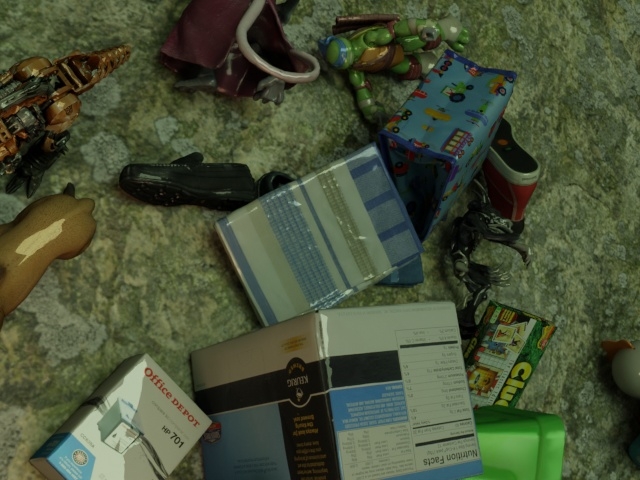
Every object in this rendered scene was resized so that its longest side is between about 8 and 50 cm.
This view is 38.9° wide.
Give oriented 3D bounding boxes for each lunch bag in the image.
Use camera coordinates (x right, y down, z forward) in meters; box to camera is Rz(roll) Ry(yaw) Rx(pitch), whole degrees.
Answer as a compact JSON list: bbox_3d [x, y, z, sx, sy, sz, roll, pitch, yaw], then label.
[{"bbox_3d":[0.213,-0.129,1.525,0.138,0.293,0.221,26,59,22],"label":"lunch bag"}]

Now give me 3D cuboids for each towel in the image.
[{"bbox_3d":[0.000,0.000,1.386,0.285,0.034,0.209,-28,105,-9],"label":"towel"},{"bbox_3d":[0.120,0.045,1.545,0.120,0.029,0.067,4,75,-31],"label":"towel"}]

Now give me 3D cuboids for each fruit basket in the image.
[{"bbox_3d":[0.314,0.439,1.357,0.392,0.283,0.391,2,84,-15],"label":"fruit basket"}]

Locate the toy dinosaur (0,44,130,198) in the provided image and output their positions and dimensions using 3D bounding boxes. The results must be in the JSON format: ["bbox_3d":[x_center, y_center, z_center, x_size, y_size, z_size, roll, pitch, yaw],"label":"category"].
[{"bbox_3d":[-0.371,-0.164,1.170,0.322,0.218,0.164,-16,84,-36],"label":"toy dinosaur"}]

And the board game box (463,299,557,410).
[{"bbox_3d":[0.280,0.234,1.502,0.136,0.030,0.259,18,103,-29],"label":"board game box"}]

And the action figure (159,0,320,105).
[{"bbox_3d":[-0.121,-0.407,1.395,0.248,0.276,0.370,15,81,-23],"label":"action figure"}]

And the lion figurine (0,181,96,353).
[{"bbox_3d":[-0.375,0.040,1.091,0.142,0.240,0.392,38,57,-18],"label":"lion figurine"}]

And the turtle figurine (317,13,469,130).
[{"bbox_3d":[0.155,-0.293,1.577,0.266,0.275,0.197,-19,121,-40],"label":"turtle figurine"}]

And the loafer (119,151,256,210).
[{"bbox_3d":[-0.198,-0.093,1.355,0.223,0.076,0.078,4,68,-37],"label":"loafer"}]

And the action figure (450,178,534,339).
[{"bbox_3d":[0.288,0.037,1.583,0.141,0.164,0.275,14,73,2],"label":"action figure"}]

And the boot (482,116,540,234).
[{"bbox_3d":[0.323,-0.126,1.706,0.089,0.176,0.244,-9,43,-12],"label":"boot"}]

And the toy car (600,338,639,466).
[{"bbox_3d":[0.638,0.277,1.751,0.219,0.210,0.238,-40,71,-22],"label":"toy car"}]

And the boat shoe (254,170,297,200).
[{"bbox_3d":[0.001,-0.017,1.445,0.254,0.079,0.095,47,69,-11],"label":"boat shoe"}]

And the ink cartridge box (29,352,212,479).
[{"bbox_3d":[-0.260,0.265,1.195,0.139,0.082,0.190,48,57,-12],"label":"ink cartridge box"}]

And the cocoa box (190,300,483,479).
[{"bbox_3d":[0.008,0.227,1.218,0.232,0.347,0.227,-1,76,-34],"label":"cocoa box"}]
